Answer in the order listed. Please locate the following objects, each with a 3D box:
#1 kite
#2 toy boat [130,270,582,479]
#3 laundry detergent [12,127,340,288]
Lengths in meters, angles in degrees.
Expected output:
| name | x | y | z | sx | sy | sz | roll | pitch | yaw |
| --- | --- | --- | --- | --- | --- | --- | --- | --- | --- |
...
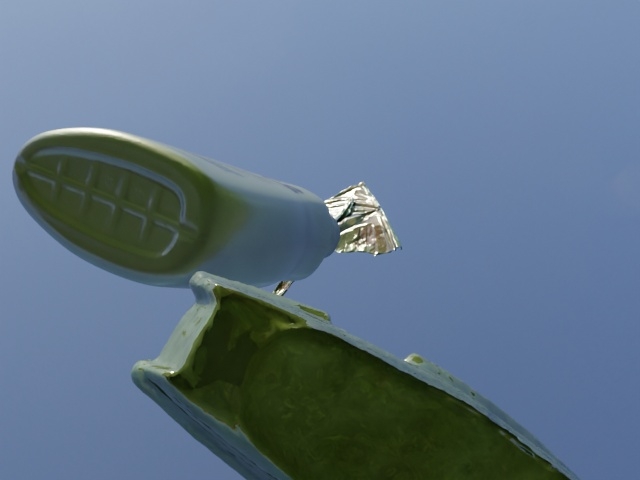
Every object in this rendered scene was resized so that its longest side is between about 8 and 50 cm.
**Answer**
| name | x | y | z | sx | sy | sz | roll | pitch | yaw |
| --- | --- | --- | --- | --- | --- | --- | --- | --- | --- |
| kite | 0.000 | 0.000 | 1.370 | 0.335 | 0.011 | 0.314 | 1 | -137 | 41 |
| toy boat | 0.056 | 0.111 | 0.383 | 0.293 | 0.055 | 0.093 | 33 | -106 | -9 |
| laundry detergent | -0.107 | -0.026 | 0.913 | 0.264 | 0.398 | 0.124 | 18 | -85 | 27 |
